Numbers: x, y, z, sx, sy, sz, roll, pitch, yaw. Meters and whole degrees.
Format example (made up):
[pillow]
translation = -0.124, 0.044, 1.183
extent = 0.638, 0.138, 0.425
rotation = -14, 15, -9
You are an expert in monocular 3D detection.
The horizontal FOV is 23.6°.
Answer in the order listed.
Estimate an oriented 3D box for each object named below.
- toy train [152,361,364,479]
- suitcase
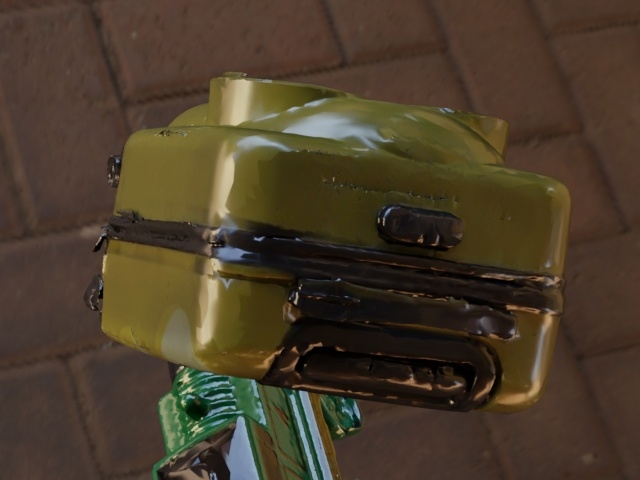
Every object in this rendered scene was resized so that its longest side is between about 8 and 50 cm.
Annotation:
[toy train]
translation = -0.071, 0.234, 1.604
extent = 0.178, 0.249, 0.429
rotation = -33, 46, 15
[suitcase]
translation = 0.000, 0.000, 0.769
extent = 0.194, 0.235, 0.143
rotation = 9, 89, -24
